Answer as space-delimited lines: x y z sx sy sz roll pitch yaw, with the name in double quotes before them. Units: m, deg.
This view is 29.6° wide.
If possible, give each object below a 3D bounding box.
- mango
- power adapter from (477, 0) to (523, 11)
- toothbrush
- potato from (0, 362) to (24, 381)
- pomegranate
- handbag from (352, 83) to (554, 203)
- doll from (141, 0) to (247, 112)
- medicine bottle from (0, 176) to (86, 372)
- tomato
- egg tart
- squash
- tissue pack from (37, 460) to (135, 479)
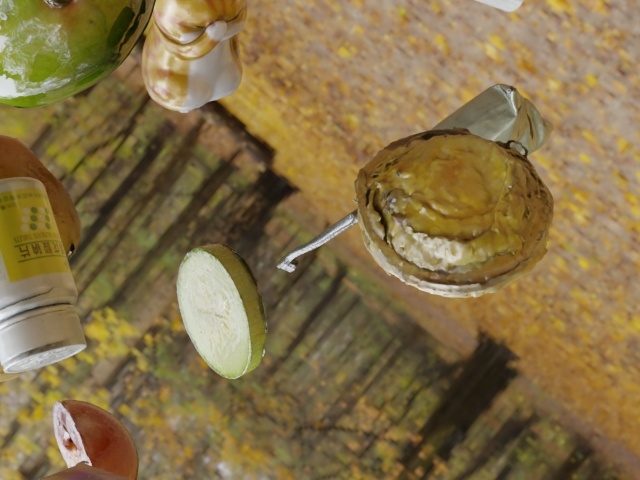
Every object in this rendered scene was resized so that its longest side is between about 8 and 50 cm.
"mango" -0.488 -0.059 1.935 0.248 0.151 0.156 52 134 -3
"power adapter" 0.209 -0.349 1.444 0.205 0.130 0.125 12 -161 -26
"toothbrush" 0.000 0.000 2.121 0.031 0.030 0.297 33 149 -14
"potato" -0.526 0.161 1.905 0.150 0.146 0.234 39 179 1
"pomegranate" -0.325 -0.300 1.478 0.216 0.309 0.358 39 177 -22
"handbag" 0.233 -0.127 2.015 0.109 0.316 0.253 58 -162 22
"doll" -0.193 -0.324 1.860 0.162 0.167 0.269 44 140 19
"medicine bottle" -0.430 0.050 1.736 0.143 0.143 0.258 55 -164 -80
"tomato" -0.364 0.362 2.044 0.199 0.112 0.228 -27 83 65
"egg tart" 0.183 -0.061 1.612 0.291 0.291 0.107 38 156 26
"squash" -0.161 0.114 1.918 0.041 0.219 0.219 -15 -144 -36
"tissue pack" -0.226 0.376 1.416 0.257 0.123 0.215 -5 113 55
